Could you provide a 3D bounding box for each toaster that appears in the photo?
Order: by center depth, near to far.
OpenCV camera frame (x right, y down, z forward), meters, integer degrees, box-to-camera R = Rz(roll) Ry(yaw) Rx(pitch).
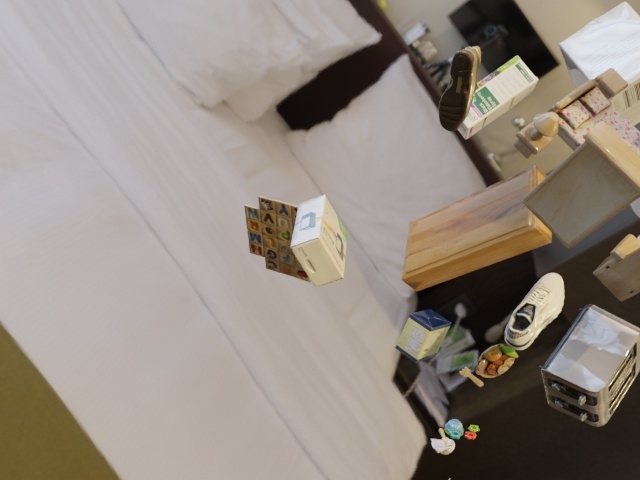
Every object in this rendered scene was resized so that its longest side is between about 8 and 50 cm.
[{"bbox_3d":[0.486,0.219,1.171,0.110,0.185,0.168,28,-21,37],"label":"toaster"}]

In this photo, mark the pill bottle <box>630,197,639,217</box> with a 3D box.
[{"bbox_3d":[0.951,-0.146,1.710,0.152,0.272,0.152,159,-90,-85],"label":"pill bottle"}]

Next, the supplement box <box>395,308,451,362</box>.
[{"bbox_3d":[0.208,0.193,1.338,0.056,0.083,0.083,34,22,33],"label":"supplement box"}]

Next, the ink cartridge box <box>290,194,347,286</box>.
[{"bbox_3d":[0.000,0.000,1.822,0.154,0.093,0.212,59,24,-29],"label":"ink cartridge box"}]

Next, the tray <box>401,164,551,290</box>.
[{"bbox_3d":[0.396,-0.024,1.719,0.076,0.411,0.202,36,48,-29],"label":"tray"}]

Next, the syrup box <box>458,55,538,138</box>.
[{"bbox_3d":[0.473,-0.394,1.831,0.093,0.237,0.096,55,-2,13],"label":"syrup box"}]

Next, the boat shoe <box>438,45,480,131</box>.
[{"bbox_3d":[0.308,-0.322,1.408,0.068,0.190,0.072,36,49,24],"label":"boat shoe"}]

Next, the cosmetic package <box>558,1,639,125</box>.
[{"bbox_3d":[0.616,-0.351,1.357,0.151,0.151,0.183,37,27,-52],"label":"cosmetic package"}]

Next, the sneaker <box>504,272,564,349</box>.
[{"bbox_3d":[0.551,0.169,1.679,0.090,0.235,0.094,24,-23,34],"label":"sneaker"}]

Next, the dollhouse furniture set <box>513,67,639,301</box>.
[{"bbox_3d":[0.502,-0.136,1.018,0.356,0.174,0.303,-34,78,-30],"label":"dollhouse furniture set"}]

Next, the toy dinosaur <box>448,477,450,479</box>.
[{"bbox_3d":[0.231,0.689,1.570,0.121,0.314,0.160,42,46,-16],"label":"toy dinosaur"}]

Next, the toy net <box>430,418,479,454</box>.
[{"bbox_3d":[0.457,0.687,2.271,0.122,0.045,0.232,18,22,29],"label":"toy net"}]

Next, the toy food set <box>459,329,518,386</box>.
[{"bbox_3d":[0.507,0.351,1.899,0.132,0.192,0.038,39,12,-33],"label":"toy food set"}]

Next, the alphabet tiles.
[{"bbox_3d":[-0.113,0.001,2.161,0.342,0.285,0.011,89,23,-46],"label":"alphabet tiles"}]
